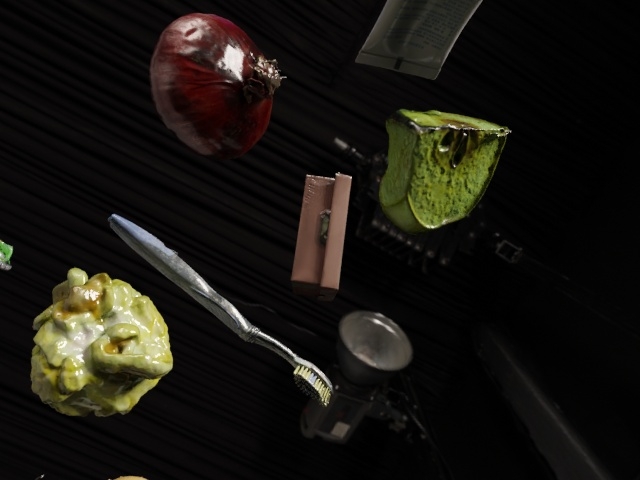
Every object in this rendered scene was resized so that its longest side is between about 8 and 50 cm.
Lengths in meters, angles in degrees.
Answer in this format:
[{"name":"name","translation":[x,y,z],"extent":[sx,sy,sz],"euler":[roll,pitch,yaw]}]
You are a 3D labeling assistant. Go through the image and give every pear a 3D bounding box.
[{"name":"pear","translation":[0.249,-0.142,1.046],"extent":[0.164,0.238,0.256],"euler":[-132,-138,-57]}]

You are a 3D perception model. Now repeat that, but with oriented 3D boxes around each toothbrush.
[{"name":"toothbrush","translation":[-0.140,0.099,0.703],"extent":[0.035,0.413,0.042],"euler":[-48,-176,27]}]

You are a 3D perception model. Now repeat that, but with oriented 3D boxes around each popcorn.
[{"name":"popcorn","translation":[-0.231,0.114,0.516],"extent":[0.141,0.162,0.135],"euler":[-63,174,-14]}]

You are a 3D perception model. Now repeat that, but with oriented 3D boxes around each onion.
[{"name":"onion","translation":[-0.220,-0.364,1.153],"extent":[0.285,0.348,0.348],"euler":[-2,-132,29]}]

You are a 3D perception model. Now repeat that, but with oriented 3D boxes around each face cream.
[{"name":"face cream","translation":[0.264,-0.537,1.047],"extent":[0.420,0.234,0.137],"euler":[122,-39,-46]}]

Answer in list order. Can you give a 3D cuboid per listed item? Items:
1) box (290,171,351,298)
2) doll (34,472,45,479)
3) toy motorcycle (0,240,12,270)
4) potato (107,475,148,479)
[{"name":"box","translation":[0.000,0.000,0.948],"extent":[0.215,0.086,0.215],"euler":[100,-2,-77]},{"name":"doll","translation":[-0.310,0.336,0.443],"extent":[0.149,0.192,0.095],"euler":[-31,139,-13]},{"name":"toy motorcycle","translation":[-0.577,-0.003,0.788],"extent":[0.074,0.190,0.106],"euler":[-58,-176,-13]},{"name":"potato","translation":[-0.370,0.511,0.822],"extent":[0.150,0.146,0.234],"euler":[-34,-175,31]}]
